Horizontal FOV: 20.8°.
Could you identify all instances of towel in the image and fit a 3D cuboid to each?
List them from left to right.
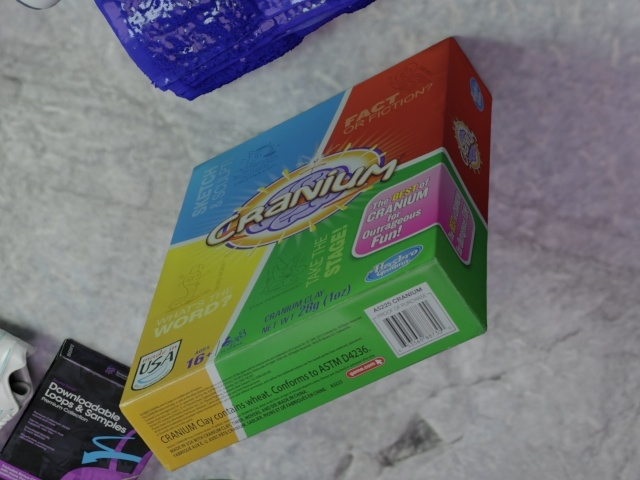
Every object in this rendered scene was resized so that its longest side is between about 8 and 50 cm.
[{"bbox_3d":[-0.034,-0.241,1.215,0.308,0.076,0.227,-25,117,20],"label":"towel"}]

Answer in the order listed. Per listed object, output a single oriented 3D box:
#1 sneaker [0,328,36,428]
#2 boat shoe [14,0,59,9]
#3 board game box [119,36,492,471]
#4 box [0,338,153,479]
[{"bbox_3d":[-0.281,0.141,1.491,0.061,0.053,0.152,18,123,6],"label":"sneaker"},{"bbox_3d":[-0.288,-0.251,1.235,0.258,0.095,0.084,46,120,-9],"label":"boat shoe"},{"bbox_3d":[0.000,0.000,1.222,0.242,0.316,0.064,-26,116,20],"label":"board game box"},{"bbox_3d":[-0.205,0.172,1.522,0.116,0.029,0.162,26,120,-11],"label":"box"}]
